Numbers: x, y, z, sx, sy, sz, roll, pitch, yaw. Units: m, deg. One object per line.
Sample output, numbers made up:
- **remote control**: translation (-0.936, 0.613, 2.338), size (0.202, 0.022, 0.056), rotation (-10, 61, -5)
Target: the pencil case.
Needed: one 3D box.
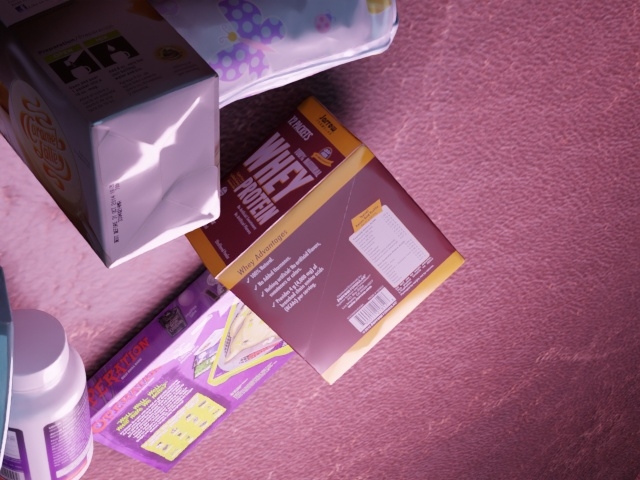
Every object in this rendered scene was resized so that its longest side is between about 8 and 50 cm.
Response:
- **pencil case**: translation (-0.068, -0.170, 1.097), size (0.273, 0.124, 0.113), rotation (-27, 146, -24)

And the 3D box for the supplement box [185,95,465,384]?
- **supplement box**: translation (0.000, 0.000, 1.314), size (0.191, 0.129, 0.194), rotation (-43, 126, 2)

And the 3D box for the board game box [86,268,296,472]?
- **board game box**: translation (-0.107, 0.112, 1.477), size (0.347, 0.056, 0.208), rotation (-42, 153, 1)

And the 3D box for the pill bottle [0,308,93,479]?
- **pill bottle**: translation (-0.282, 0.157, 1.278), size (0.108, 0.108, 0.193), rotation (-25, 145, -25)

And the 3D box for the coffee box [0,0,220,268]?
- **coffee box**: translation (-0.176, -0.119, 0.919), size (0.098, 0.246, 0.141), rotation (-27, 146, -25)

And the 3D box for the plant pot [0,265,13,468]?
- **plant pot**: translation (-0.346, 0.132, 1.092), size (0.165, 0.166, 0.234), rotation (14, 112, -25)
